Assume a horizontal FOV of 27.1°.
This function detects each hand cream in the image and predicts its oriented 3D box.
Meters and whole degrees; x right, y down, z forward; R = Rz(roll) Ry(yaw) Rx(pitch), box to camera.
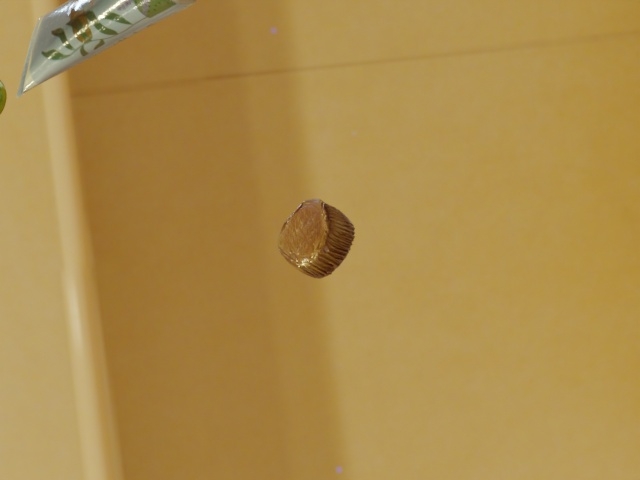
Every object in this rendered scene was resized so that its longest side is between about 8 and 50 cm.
[{"bbox_3d":[-0.202,-0.210,1.246,0.271,0.058,0.091,-17,58,41],"label":"hand cream"}]

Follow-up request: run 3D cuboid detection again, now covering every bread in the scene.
[{"bbox_3d":[0.000,0.000,1.426,0.085,0.053,0.085,-23,56,39],"label":"bread"}]

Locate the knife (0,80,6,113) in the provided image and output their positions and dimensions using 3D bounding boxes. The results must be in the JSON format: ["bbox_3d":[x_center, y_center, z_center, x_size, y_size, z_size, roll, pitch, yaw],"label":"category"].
[{"bbox_3d":[-0.212,-0.126,0.699,0.078,0.023,0.166,-67,-30,-30],"label":"knife"}]
